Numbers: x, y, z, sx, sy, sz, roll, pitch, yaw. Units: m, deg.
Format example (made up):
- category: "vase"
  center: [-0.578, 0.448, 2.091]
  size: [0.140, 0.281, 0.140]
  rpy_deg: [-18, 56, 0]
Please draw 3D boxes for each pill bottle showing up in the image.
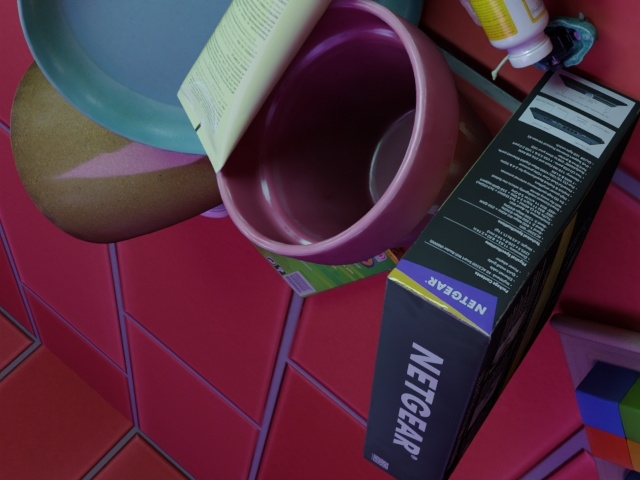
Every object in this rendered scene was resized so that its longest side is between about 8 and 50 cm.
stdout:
- category: "pill bottle"
  center: [0.127, -0.161, 0.614]
  size: [0.043, 0.043, 0.083]
  rpy_deg: [1, 129, 53]

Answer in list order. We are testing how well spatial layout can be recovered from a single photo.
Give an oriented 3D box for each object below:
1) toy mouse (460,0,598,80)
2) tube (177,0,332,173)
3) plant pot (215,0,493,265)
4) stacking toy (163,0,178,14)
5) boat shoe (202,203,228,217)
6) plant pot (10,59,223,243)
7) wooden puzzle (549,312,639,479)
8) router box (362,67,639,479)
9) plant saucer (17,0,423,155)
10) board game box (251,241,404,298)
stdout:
- category: "toy mouse"
  center: [0.150, -0.173, 0.652]
  size: [0.161, 0.031, 0.143]
  rpy_deg: [35, 151, 19]
- category: "tube"
  center: [-0.037, -0.166, 0.669]
  size: [0.062, 0.070, 0.240]
  rpy_deg: [32, 122, -10]
- category: "plant pot"
  center: [0.046, -0.073, 0.736]
  size: [0.201, 0.201, 0.180]
  rpy_deg: [20, -176, 39]
- category: "stacking toy"
  center: [-0.203, -0.332, 0.815]
  size: [0.330, 0.141, 0.141]
  rpy_deg: [47, 153, 5]
- category: "boat shoe"
  center: [-0.179, -0.105, 1.171]
  size: [0.184, 0.066, 0.063]
  rpy_deg: [47, 155, 17]
- category: "plant pot"
  center: [-0.157, -0.121, 0.966]
  size: [0.254, 0.237, 0.237]
  rpy_deg: [-4, 127, 38]
- category: "wooden puzzle"
  center: [0.382, 0.234, 0.847]
  size: [0.322, 0.080, 0.347]
  rpy_deg: [12, 139, 46]
- category: "router box"
  center: [0.138, 0.048, 0.741]
  size: [0.081, 0.243, 0.308]
  rpy_deg: [30, 149, 18]
- category: "plant saucer"
  center: [-0.076, -0.192, 0.727]
  size: [0.317, 0.318, 0.043]
  rpy_deg: [85, 175, -52]
- category: "board game box"
  center: [0.000, 0.000, 1.093]
  size: [0.124, 0.039, 0.259]
  rpy_deg: [49, 155, -10]
